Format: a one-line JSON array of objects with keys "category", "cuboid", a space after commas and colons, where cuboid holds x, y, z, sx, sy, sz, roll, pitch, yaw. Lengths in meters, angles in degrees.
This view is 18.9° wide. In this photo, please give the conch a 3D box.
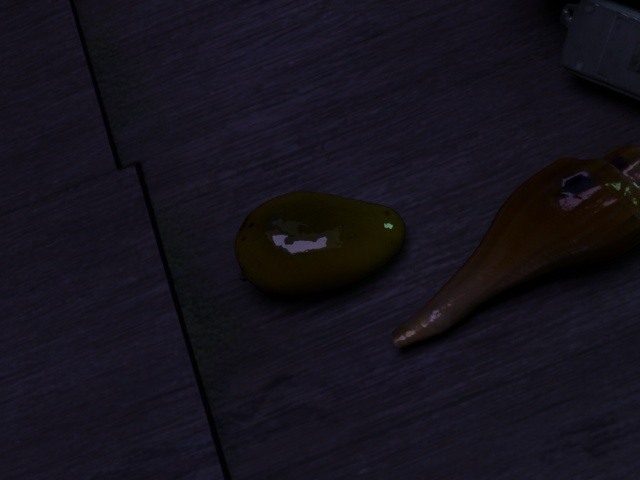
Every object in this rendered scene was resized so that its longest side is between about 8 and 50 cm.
[{"category": "conch", "cuboid": [0.198, -0.009, 1.719, 0.330, 0.093, 0.109, -30, 62, -3]}]

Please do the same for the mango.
[{"category": "mango", "cuboid": [0.000, 0.000, 1.786, 0.161, 0.076, 0.103, -7, 50, 2]}]

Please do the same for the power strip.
[{"category": "power strip", "cuboid": [0.344, -0.154, 1.776, 0.272, 0.052, 0.078, 25, 107, 28]}]
